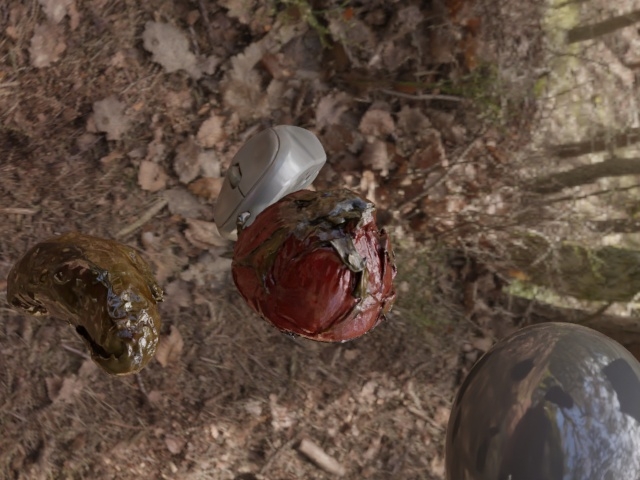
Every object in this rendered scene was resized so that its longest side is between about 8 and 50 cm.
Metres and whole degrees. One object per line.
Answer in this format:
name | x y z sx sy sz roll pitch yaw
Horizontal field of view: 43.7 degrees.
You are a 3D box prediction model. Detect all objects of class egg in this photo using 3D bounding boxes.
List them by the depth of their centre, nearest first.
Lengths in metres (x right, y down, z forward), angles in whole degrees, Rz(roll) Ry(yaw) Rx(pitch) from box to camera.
egg | 0.157 0.144 0.542 0.146 0.146 0.199 52 46 -22

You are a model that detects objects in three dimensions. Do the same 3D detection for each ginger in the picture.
ginger | -0.337 0.075 1.182 0.172 0.321 0.165 -57 138 -14

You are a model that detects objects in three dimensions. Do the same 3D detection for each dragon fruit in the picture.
dragon fruit | 0.004 0.002 1.006 0.218 0.148 0.224 1 47 -18

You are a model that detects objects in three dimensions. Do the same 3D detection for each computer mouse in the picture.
computer mouse | -0.087 -0.106 1.264 0.121 0.297 0.184 43 113 2
